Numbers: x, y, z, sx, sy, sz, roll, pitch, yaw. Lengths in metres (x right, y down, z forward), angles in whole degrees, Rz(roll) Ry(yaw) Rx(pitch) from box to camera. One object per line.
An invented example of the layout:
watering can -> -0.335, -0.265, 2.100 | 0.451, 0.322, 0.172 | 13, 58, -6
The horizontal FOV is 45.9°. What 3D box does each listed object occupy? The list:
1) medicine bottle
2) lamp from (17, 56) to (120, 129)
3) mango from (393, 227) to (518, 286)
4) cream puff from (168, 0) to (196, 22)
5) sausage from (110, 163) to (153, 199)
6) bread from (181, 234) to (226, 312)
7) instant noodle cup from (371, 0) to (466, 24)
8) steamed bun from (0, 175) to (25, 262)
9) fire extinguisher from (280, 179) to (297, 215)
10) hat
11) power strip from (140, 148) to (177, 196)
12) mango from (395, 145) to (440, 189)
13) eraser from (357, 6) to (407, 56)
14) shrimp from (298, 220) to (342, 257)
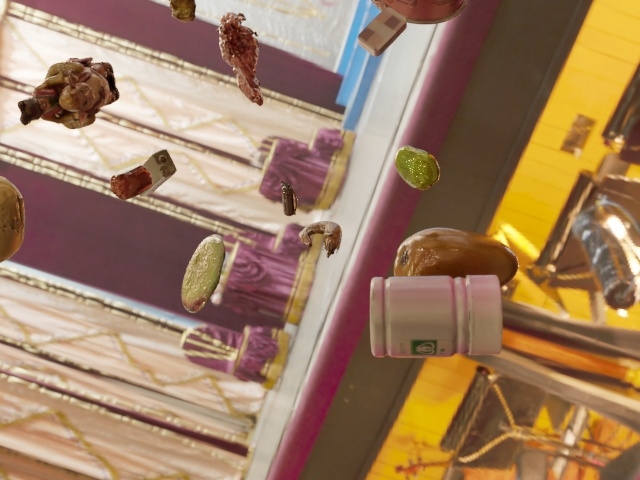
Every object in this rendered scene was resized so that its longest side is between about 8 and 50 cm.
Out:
medicine bottle -> 0.292, 0.194, 1.939 | 0.212, 0.325, 0.212 | -3, -90, -84
lamp -> -0.419, -0.247, 1.277 | 0.253, 0.118, 0.118 | -86, 14, -73
mango -> 0.411, 0.075, 2.269 | 0.264, 0.377, 0.221 | 106, 163, -72
cream puff -> -0.300, -0.523, 1.662 | 0.083, 0.058, 0.083 | 10, -95, -63
sausage -> -0.367, -0.113, 1.469 | 0.094, 0.059, 0.054 | -40, -59, -52
bread -> -0.324, 0.088, 2.060 | 0.228, 0.033, 0.229 | -39, 40, 43
instant noodle cup -> 0.236, -0.657, 1.715 | 0.231, 0.242, 0.243 | 96, -172, -54
steamed bun -> -0.810, -0.043, 1.695 | 0.232, 0.272, 0.166 | 120, 149, -49
fire extinguisher -> -0.110, -0.145, 2.624 | 0.043, 0.064, 0.158 | -52, -21, -28
hat -> -0.202, -0.494, 1.948 | 0.286, 0.107, 0.237 | 68, 178, -81
power strip -> -0.484, -0.191, 2.180 | 0.052, 0.078, 0.272 | -29, 3, -30
mango -> 0.291, -0.218, 2.280 | 0.163, 0.089, 0.117 | 35, 138, 49
eraser -> 0.135, -0.456, 1.651 | 0.105, 0.065, 0.026 | -46, -19, -8
shrimp -> 0.000, -0.007, 1.673 | 0.162, 0.095, 0.045 | -87, 8, -63
